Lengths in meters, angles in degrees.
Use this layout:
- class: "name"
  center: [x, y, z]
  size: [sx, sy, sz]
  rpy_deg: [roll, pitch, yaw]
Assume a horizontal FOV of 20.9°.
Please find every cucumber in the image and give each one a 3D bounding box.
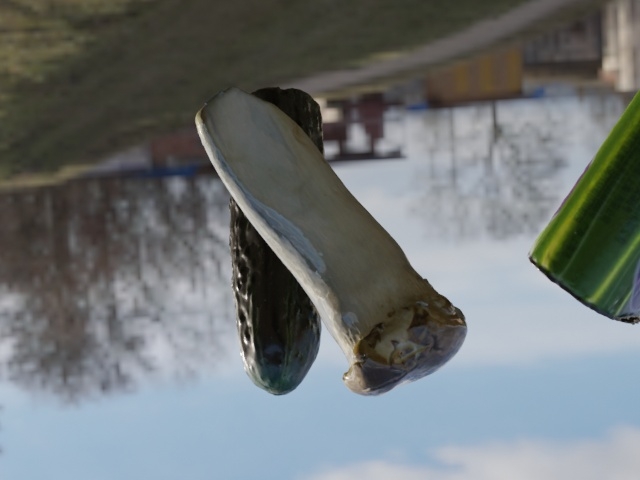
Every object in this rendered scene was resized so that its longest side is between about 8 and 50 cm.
- class: "cucumber"
  center: [-0.033, 0.001, 1.293]
  size: [0.074, 0.241, 0.074]
  rpy_deg: [0, 151, 0]

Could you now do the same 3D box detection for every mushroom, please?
- class: "mushroom"
  center: [0.000, 0.000, 1.040]
  size: [0.084, 0.209, 0.071]
  rpy_deg: [-37, 175, -15]

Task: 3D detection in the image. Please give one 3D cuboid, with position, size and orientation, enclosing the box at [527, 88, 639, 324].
- class: "box"
  center: [0.296, -0.102, 1.295]
  size: [0.097, 0.345, 0.134]
  rpy_deg: [38, -167, 21]
